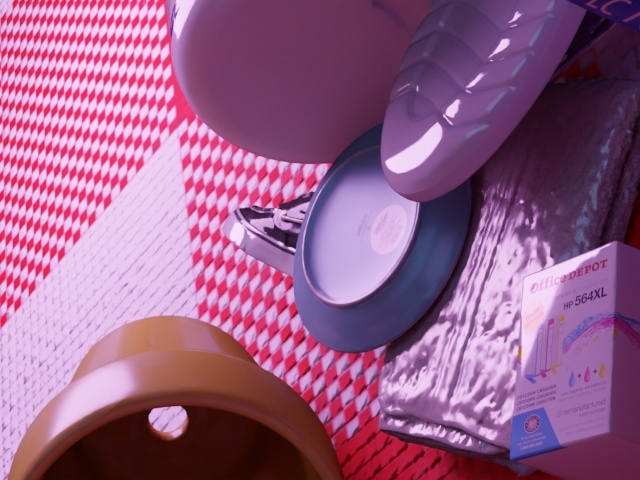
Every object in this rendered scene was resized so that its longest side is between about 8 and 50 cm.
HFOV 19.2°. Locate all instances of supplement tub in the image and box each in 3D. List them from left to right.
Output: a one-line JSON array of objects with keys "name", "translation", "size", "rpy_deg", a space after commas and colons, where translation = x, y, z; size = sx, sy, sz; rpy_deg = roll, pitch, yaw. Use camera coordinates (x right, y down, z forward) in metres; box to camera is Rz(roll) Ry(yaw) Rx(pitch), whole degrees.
[{"name": "supplement tub", "translation": [-0.012, -0.252, 1.538], "size": [0.241, 0.241, 0.331], "rpy_deg": [-45, 38, 34]}]

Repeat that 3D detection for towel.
[{"name": "towel", "translation": [0.137, 0.018, 1.327], "size": [0.187, 0.049, 0.282], "rpy_deg": [8, 77, 57]}]

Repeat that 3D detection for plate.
[{"name": "plate", "translation": [0.037, -0.008, 1.409], "size": [0.188, 0.024, 0.188], "rpy_deg": [-27, 51, 39]}]

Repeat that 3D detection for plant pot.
[{"name": "plant pot", "translation": [-0.113, 0.179, 1.453], "size": [0.254, 0.254, 0.239], "rpy_deg": [-59, 16, 15]}]

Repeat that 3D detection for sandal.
[{"name": "sandal", "translation": [0.182, -0.199, 1.315], "size": [0.416, 0.102, 0.169], "rpy_deg": [-62, 25, -3]}]

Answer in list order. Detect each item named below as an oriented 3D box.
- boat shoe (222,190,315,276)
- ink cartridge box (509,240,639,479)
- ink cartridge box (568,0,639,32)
[{"name": "boat shoe", "translation": [0.000, 0.000, 1.531], "size": [0.219, 0.078, 0.070], "rpy_deg": [26, 95, 51]}, {"name": "ink cartridge box", "translation": [0.183, 0.072, 1.178], "size": [0.092, 0.090, 0.143], "rpy_deg": [-25, 52, 49]}, {"name": "ink cartridge box", "translation": [0.249, -0.238, 1.058], "size": [0.151, 0.270, 0.395], "rpy_deg": [-33, 52, 39]}]
